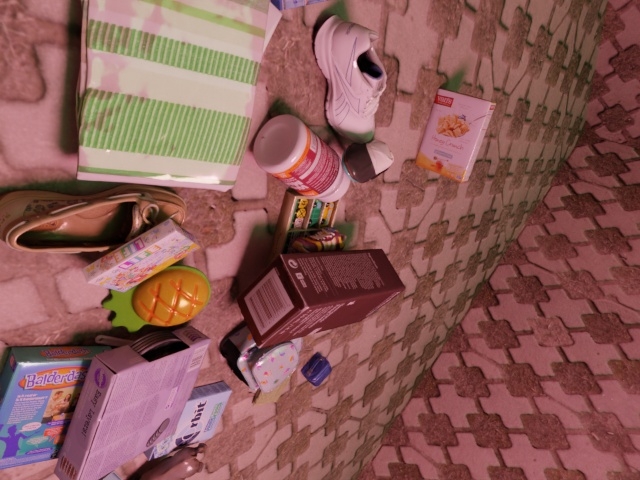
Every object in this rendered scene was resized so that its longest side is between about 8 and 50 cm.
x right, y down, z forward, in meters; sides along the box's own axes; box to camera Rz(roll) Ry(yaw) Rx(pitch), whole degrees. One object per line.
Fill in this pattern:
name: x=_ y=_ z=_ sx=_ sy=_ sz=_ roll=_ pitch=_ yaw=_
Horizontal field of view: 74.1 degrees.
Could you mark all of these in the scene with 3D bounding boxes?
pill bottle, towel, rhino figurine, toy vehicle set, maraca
pill bottle: x=-0.029 y=-0.161 z=0.894 sx=0.221 sy=0.121 sz=0.121 roll=27 pitch=93 yaw=-56
towel: x=-0.208 y=-0.236 z=0.602 sx=0.248 sy=0.038 sz=0.324 roll=2 pitch=108 yaw=-32
rhino figurine: x=-0.393 y=0.582 z=1.026 sx=0.244 sy=0.073 sz=0.106 roll=-31 pitch=160 yaw=-7
toy vehicle set: x=-0.048 y=0.006 z=1.067 sx=0.166 sy=0.035 sz=0.266 roll=-6 pitch=120 yaw=-47
towel: x=-0.142 y=0.437 z=1.292 sx=0.110 sy=0.027 sz=0.148 roll=19 pitch=101 yaw=-55
maraca: x=-0.298 y=0.108 z=0.785 sx=0.186 sy=0.099 sz=0.127 roll=-16 pitch=118 yaw=-15

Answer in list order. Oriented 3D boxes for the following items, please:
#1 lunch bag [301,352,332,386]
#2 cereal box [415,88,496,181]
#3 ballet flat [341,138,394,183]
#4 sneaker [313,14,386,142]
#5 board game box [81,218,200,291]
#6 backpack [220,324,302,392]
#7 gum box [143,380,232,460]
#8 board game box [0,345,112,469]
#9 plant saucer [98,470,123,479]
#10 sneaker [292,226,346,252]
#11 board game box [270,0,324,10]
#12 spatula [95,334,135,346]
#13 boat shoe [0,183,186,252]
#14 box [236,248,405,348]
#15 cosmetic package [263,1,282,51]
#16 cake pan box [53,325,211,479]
lunch bag: x=-0.010 y=0.429 z=1.417 sx=0.098 sy=0.067 sz=0.065 roll=-46 pitch=144 yaw=-21
cereal box: x=0.399 y=-0.317 z=1.275 sx=0.047 sy=0.173 sz=0.239 roll=-15 pitch=126 yaw=-45
ballet flat: x=0.122 y=-0.195 z=1.009 sx=0.095 sy=0.096 sz=0.280 roll=68 pitch=17 yaw=-5
sneaker: x=0.078 y=-0.319 z=0.904 sx=0.111 sy=0.129 sz=0.297 roll=-50 pitch=146 yaw=-17
board game box: x=-0.287 y=0.028 z=0.694 sx=0.154 sy=0.026 sz=0.103 roll=-31 pitch=164 yaw=-3
backpack: x=-0.132 y=0.276 z=1.081 sx=0.188 sy=0.145 sz=0.165 roll=-42 pitch=137 yaw=-28
gum box: x=-0.325 y=0.440 z=1.047 sx=0.185 sy=0.041 sz=0.156 roll=9 pitch=109 yaw=-53
board game box: x=-0.470 y=0.283 z=0.728 sx=0.160 sy=0.047 sz=0.210 roll=18 pitch=101 yaw=-50
plant saucer: x=-0.529 y=0.582 z=0.919 sx=0.192 sy=0.018 sz=0.067 roll=-37 pitch=140 yaw=-31
sneaker: x=0.000 y=0.000 z=1.035 sx=0.186 sy=0.070 sz=0.083 roll=17 pitch=101 yaw=-61
board game box: x=-0.011 y=-0.494 z=0.740 sx=0.201 sy=0.035 sz=0.136 roll=-33 pitch=138 yaw=-34
spatula: x=-0.384 y=0.273 z=0.865 sx=0.168 sy=0.019 sz=0.242 roll=-57 pitch=146 yaw=-2
boat shoe: x=-0.325 y=-0.024 z=0.649 sx=0.285 sy=0.089 sz=0.104 roll=-13 pitch=124 yaw=-48
box: x=0.014 y=0.129 z=1.027 sx=0.382 sy=0.143 sz=0.191 roll=-4 pitch=147 yaw=-49
cosmetic package: x=-0.162 y=-0.287 z=0.681 sx=0.099 sy=0.061 sz=0.238 roll=20 pitch=99 yaw=-56
cake pan box: x=-0.348 y=0.305 z=0.818 sx=0.246 sy=0.070 sz=0.266 roll=-8 pitch=124 yaw=-67
